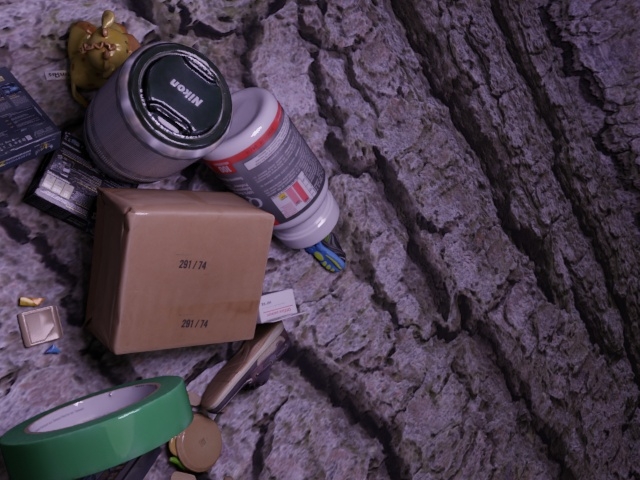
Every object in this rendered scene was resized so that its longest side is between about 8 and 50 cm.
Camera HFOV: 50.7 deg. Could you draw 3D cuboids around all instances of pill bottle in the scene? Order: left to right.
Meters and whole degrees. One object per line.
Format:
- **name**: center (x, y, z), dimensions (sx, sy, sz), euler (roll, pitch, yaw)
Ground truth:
- **pill bottle**: center (-0.109, -0.154, 1.556), dimensions (0.363, 0.210, 0.210), euler (53, 52, -40)

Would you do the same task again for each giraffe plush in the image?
- **giraffe plush**: center (-0.440, -0.384, 1.389), dimensions (0.210, 0.171, 0.181), euler (-37, 106, -38)

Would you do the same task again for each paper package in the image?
- **paper package**: center (-0.288, 0.058, 1.373), dimensions (0.325, 0.168, 0.309), euler (-2, 111, -40)

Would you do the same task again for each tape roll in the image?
- **tape roll**: center (-0.391, 0.329, 1.201), dimensions (0.321, 0.321, 0.077), euler (-16, 91, -40)

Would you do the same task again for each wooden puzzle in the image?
- **wooden puzzle**: center (-0.542, 0.164, 1.309), dimensions (0.079, 0.014, 0.116), euler (-5, 85, -36)

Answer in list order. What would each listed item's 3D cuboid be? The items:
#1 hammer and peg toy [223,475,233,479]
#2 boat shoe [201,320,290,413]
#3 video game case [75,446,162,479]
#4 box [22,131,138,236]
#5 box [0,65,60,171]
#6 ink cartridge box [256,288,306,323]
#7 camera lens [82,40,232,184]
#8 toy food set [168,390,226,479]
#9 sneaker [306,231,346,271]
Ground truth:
- **hammer and peg toy**: center (-0.282, 0.619, 1.326), dimensions (0.361, 0.128, 0.265), euler (18, 72, -69)
- **boat shoe**: center (-0.158, 0.295, 1.545), dimensions (0.092, 0.103, 0.285), euler (54, 46, -16)
- **video game case**: center (-0.424, 0.470, 1.195), dimensions (0.035, 0.248, 0.274), euler (47, 56, -21)
- **box**: center (-0.477, -0.107, 1.368), dimensions (0.180, 0.078, 0.147), euler (30, 64, -32)
- **box**: center (-0.628, -0.206, 1.231), dimensions (0.183, 0.059, 0.233), euler (48, 51, 8)
- **ink cartridge box**: center (-0.128, 0.152, 1.543), dimensions (0.104, 0.180, 0.060), euler (-12, 90, -41)
- **camera lens**: center (-0.314, -0.234, 1.289), dimensions (0.220, 0.274, 0.219), euler (9, 74, -35)
- **toy food set**: center (-0.272, 0.439, 1.472), dimensions (0.132, 0.039, 0.191), euler (32, 52, -37)
- **sneaker**: center (0.000, 0.000, 1.763), dimensions (0.188, 0.067, 0.078), euler (48, 34, -20)
